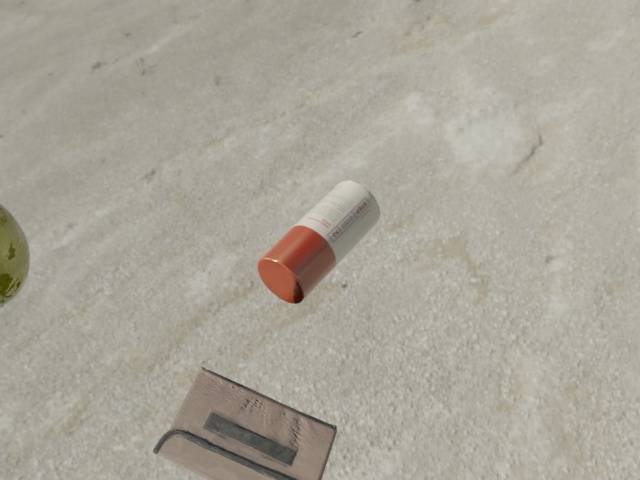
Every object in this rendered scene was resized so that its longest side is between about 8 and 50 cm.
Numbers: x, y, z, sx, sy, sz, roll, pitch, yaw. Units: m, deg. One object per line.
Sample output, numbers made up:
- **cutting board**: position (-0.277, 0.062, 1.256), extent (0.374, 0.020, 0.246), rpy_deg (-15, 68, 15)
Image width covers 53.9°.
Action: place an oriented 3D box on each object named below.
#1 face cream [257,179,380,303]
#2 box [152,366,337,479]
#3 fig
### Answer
- **face cream**: position (0.000, 0.000, 1.022), extent (0.096, 0.095, 0.214), rpy_deg (12, 45, 40)
- **box**: position (-0.109, 0.327, 1.011), extent (0.252, 0.188, 0.153), rpy_deg (23, 69, 4)
- **fig**: position (-0.400, 0.014, 0.715), extent (0.153, 0.136, 0.120), rpy_deg (-44, 19, 52)
